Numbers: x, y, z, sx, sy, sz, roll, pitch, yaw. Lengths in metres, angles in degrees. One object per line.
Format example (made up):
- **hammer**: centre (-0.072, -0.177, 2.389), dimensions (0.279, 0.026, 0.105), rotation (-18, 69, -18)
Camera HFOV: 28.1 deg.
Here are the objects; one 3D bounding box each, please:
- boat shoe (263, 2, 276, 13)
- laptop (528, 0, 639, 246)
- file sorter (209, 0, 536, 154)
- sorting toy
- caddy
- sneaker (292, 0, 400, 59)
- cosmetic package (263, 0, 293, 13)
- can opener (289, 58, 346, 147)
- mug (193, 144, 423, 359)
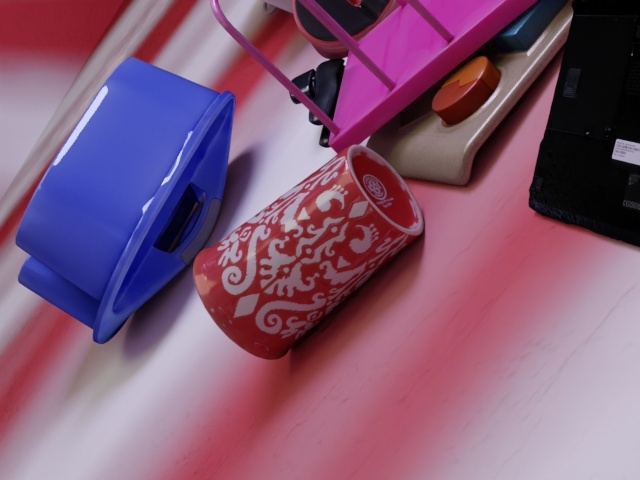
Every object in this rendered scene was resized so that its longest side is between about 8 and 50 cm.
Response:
- **boat shoe**: centre (-0.085, -0.425, 1.943), dimensions (0.136, 0.156, 0.367), rotation (-51, -10, 19)
- **laptop**: centre (0.264, -0.119, 0.795), dimensions (0.234, 0.137, 0.264), rotation (-150, 71, -71)
- **file sorter**: centre (0.070, -0.262, 1.123), dimensions (0.291, 0.182, 0.202), rotation (-38, 21, 27)
- **sorting toy**: centre (0.118, -0.160, 1.151), dimensions (0.229, 0.041, 0.307), rotation (-55, 20, -7)
- **caddy**: centre (-0.210, -0.044, 1.500), dimensions (0.341, 0.179, 0.241), rotation (-63, -2, -26)
- **sneaker**: centre (0.093, -0.316, 1.378), dimensions (0.314, 0.116, 0.136), rotation (-43, -11, -5)
- **cosmetic package**: centre (-0.064, -0.460, 1.715), dimensions (0.113, 0.160, 0.309), rotation (-40, 51, 33)
- **can opener**: centre (0.009, -0.138, 1.329), dimensions (0.073, 0.059, 0.186), rotation (-30, 23, 12)
- **mug**: centre (-0.007, -0.004, 1.067), dimensions (0.169, 0.113, 0.150), rotation (-39, 25, 26)
